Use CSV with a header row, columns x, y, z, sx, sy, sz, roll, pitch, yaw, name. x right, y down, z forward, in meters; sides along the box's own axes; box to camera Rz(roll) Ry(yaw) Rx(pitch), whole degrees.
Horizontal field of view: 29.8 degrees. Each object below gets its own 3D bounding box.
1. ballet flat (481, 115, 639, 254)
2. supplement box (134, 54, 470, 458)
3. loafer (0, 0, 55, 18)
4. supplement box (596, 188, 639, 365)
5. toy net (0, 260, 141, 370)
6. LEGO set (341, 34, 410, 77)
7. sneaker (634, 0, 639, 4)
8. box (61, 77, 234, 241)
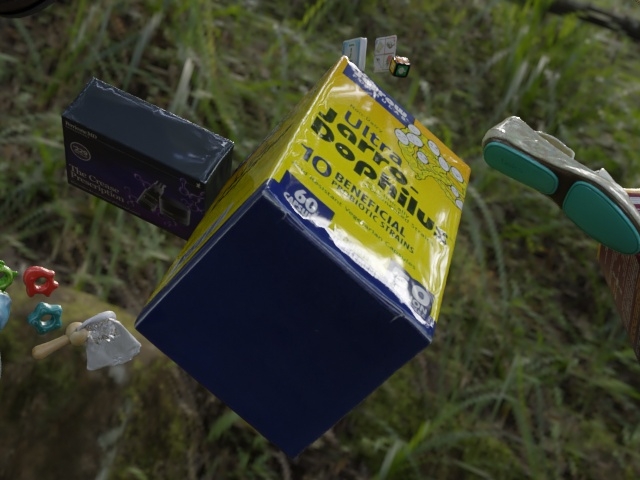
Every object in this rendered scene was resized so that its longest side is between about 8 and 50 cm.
x,y,z,sx,sy,sz,roll,pitch,yaw,name
0.217,-0.053,1.028,0.168,0.057,0.052,36,55,11,ballet flat
0.000,0.000,1.168,0.194,0.195,0.356,41,28,-10,supplement box
-0.402,-0.326,1.410,0.302,0.109,0.095,11,-5,44,loafer
0.317,0.032,1.061,0.104,0.081,0.188,1,30,-1,supplement box
-0.318,0.088,1.442,0.232,0.122,0.045,17,19,-34,toy net
0.055,-0.198,1.687,0.060,0.183,0.244,4,4,-20,LEGO set
0.329,-0.363,1.088,0.130,0.236,0.323,-4,40,-11,sneaker
-0.280,-0.124,1.949,0.261,0.184,0.103,25,54,10,box
